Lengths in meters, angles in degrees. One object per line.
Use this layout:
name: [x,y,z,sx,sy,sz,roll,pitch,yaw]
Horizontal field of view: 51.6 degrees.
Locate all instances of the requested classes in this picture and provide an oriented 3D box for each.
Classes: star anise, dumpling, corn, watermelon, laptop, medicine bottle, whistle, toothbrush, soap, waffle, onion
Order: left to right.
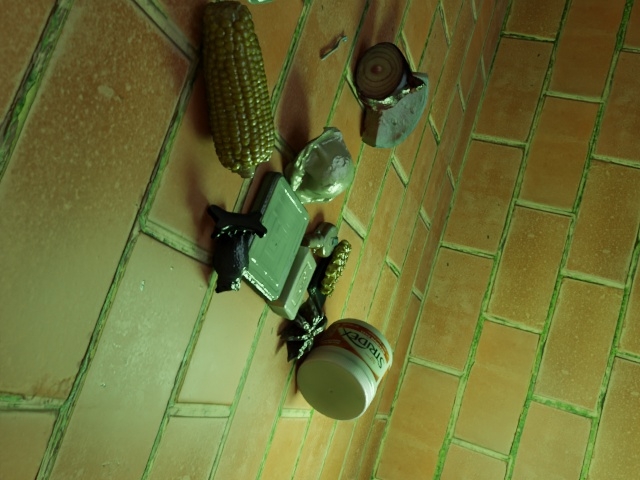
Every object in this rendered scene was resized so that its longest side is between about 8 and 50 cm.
corn: [-0.160,-0.282,1.285,0.130,0.130,0.347,-49,144,-49]
soap: [-0.080,0.114,1.830,0.121,0.063,0.183,65,44,-62]
star anise: [-0.039,0.259,1.991,0.231,0.089,0.209,-38,147,-40]
dumpling: [-0.009,-0.180,1.738,0.193,0.147,0.258,-31,147,-18]
whistle: [0.000,0.000,1.968,0.220,0.057,0.107,-5,109,-66]
laptop: [0.020,0.110,2.129,0.154,0.026,0.207,73,36,-52]
toothbrush: [0.037,-0.522,1.787,0.162,0.014,0.017,-51,129,-46]
waffle: [0.049,0.087,2.092,0.160,0.046,0.192,38,71,-78]
medicine bottle: [0.083,0.418,2.170,0.241,0.252,0.253,-49,146,-50]
watermelon: [0.211,-0.449,2.168,0.318,0.148,0.226,-55,136,-14]
onion: [0.218,-0.478,1.985,0.140,0.218,0.195,41,67,-68]

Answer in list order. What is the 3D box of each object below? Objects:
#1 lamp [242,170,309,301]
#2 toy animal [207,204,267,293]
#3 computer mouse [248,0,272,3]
lamp: [-0.122,-0.005,1.668,0.269,0.047,0.266,-69,157,-17]
toy animal: [-0.206,0.017,1.463,0.117,0.121,0.210,-116,-143,-46]
computer mouse: [-0.084,-0.584,1.332,0.288,0.097,0.160,-42,144,-38]
